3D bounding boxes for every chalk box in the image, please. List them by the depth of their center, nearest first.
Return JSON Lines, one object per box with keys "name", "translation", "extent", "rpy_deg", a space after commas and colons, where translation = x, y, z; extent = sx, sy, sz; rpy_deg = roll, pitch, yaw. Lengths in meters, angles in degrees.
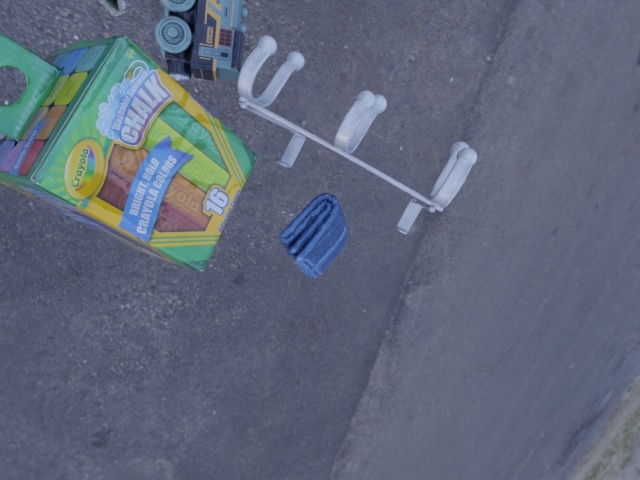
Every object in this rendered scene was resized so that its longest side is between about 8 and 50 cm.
{"name": "chalk box", "translation": [-0.253, -0.110, 0.545], "extent": [0.289, 0.179, 0.180], "rpy_deg": [38, 70, -49]}

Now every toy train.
{"name": "toy train", "translation": [-0.259, -0.521, 1.041], "extent": [0.190, 0.142, 0.334], "rpy_deg": [6, 92, -13]}

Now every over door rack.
{"name": "over door rack", "translation": [0.046, -0.118, 0.577], "extent": [0.108, 0.239, 0.324], "rpy_deg": [-59, 175, -1]}

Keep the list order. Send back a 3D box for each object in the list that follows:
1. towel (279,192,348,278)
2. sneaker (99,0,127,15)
{"name": "towel", "translation": [0.000, 0.000, 0.444], "extent": [0.067, 0.029, 0.119], "rpy_deg": [-49, 164, -6]}
{"name": "sneaker", "translation": [-0.540, -0.651, 0.976], "extent": [0.158, 0.182, 0.410], "rpy_deg": [-23, 154, 18]}
